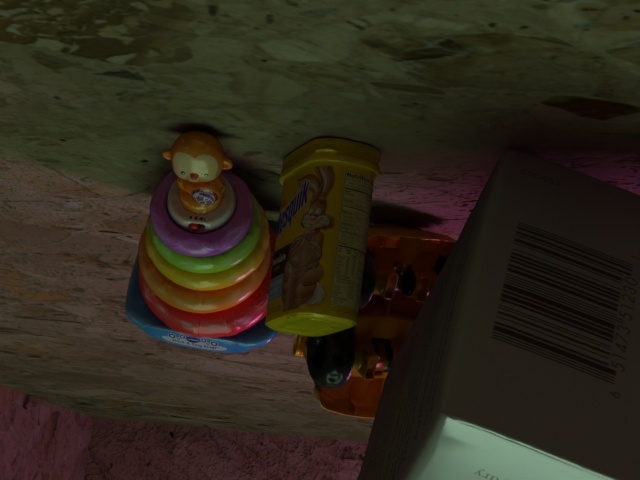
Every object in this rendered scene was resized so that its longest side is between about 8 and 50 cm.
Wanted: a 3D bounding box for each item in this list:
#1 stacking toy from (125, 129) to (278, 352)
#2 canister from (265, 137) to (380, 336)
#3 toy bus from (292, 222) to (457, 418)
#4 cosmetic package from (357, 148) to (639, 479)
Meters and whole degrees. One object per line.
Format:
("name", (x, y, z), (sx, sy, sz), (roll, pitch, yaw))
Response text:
("stacking toy", (-0.117, -0.019, 1.464), (0.175, 0.166, 0.302), (10, 152, 4))
("canister", (0.000, 0.000, 1.366), (0.073, 0.170, 0.126), (12, 165, -20))
("toy bus", (0.052, 0.065, 1.650), (0.149, 0.220, 0.211), (7, -160, -24))
("cosmetic package", (0.229, 0.196, 1.333), (0.327, 0.329, 0.394), (20, 139, -2))
